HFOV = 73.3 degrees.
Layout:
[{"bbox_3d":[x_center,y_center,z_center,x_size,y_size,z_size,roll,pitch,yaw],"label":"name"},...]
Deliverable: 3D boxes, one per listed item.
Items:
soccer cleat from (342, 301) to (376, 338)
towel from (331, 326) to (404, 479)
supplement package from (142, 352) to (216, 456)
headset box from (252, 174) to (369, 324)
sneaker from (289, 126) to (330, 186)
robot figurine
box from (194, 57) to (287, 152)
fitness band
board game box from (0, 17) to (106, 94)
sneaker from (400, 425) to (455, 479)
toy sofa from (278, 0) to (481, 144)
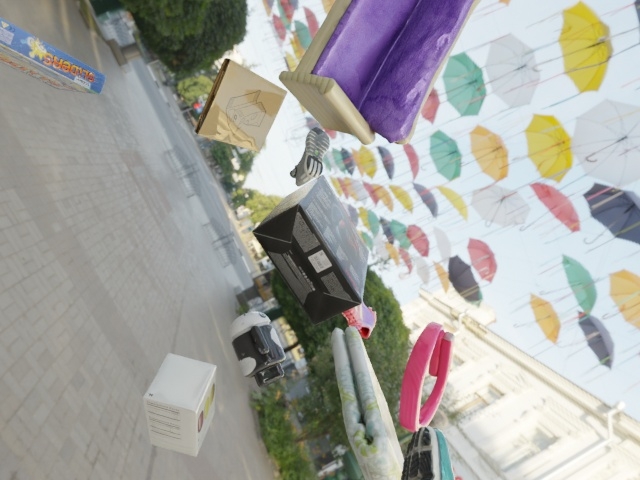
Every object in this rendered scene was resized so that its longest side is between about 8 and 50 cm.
[{"bbox_3d":[0.102,0.229,1.361,0.248,0.083,0.095,42,53,-44],"label":"soccer cleat"},{"bbox_3d":[0.115,0.424,1.002,0.374,0.090,0.320,-103,171,-62],"label":"towel"},{"bbox_3d":[-0.361,0.432,1.125,0.139,0.134,0.244,-74,178,-50],"label":"supplement package"},{"bbox_3d":[0.000,0.000,0.896,0.218,0.110,0.293,58,19,-13],"label":"headset box"},{"bbox_3d":[-0.048,-0.262,1.388,0.086,0.132,0.228,34,45,-22],"label":"sneaker"},{"bbox_3d":[-0.234,0.407,1.632,0.174,0.209,0.278,0,59,-55],"label":"robot figurine"},{"bbox_3d":[-0.170,-0.288,0.953,0.021,0.164,0.201,35,16,25],"label":"box"},{"bbox_3d":[0.258,0.334,1.040,0.054,0.209,0.290,16,-54,31],"label":"fitness band"},{"bbox_3d":[-0.455,-0.286,0.647,0.136,0.035,0.201,17,-2,31],"label":"board game box"},{"bbox_3d":[0.182,0.397,0.580,0.107,0.110,0.275,116,-31,-57],"label":"sneaker"},{"bbox_3d":[0.113,-0.340,0.664,0.177,0.362,0.150,27,-4,36],"label":"toy sofa"}]
